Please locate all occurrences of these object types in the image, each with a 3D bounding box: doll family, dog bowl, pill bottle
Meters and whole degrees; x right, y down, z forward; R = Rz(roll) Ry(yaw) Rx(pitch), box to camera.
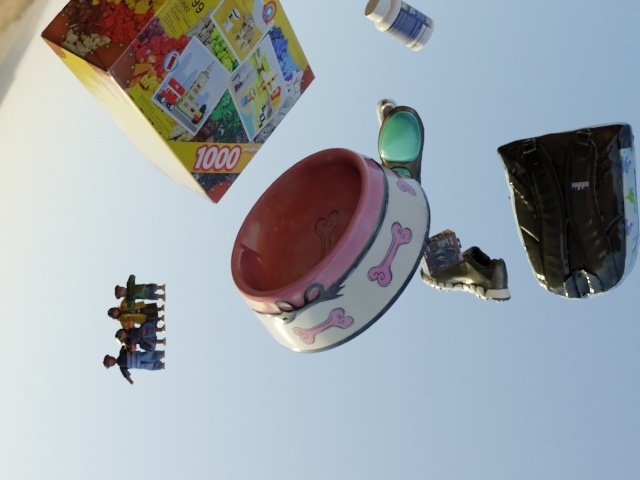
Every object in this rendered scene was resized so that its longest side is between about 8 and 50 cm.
[{"bbox_3d":[-0.339,0.161,1.679,0.076,0.111,0.193,120,-32,-64],"label":"doll family"},{"bbox_3d":[0.000,0.000,1.739,0.408,0.150,0.408,-31,-143,28],"label":"dog bowl"},{"bbox_3d":[0.142,-0.401,1.683,0.067,0.120,0.067,-45,-148,38],"label":"pill bottle"}]

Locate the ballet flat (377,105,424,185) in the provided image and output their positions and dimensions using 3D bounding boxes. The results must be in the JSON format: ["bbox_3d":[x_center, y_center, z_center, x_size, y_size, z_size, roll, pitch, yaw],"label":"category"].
[{"bbox_3d":[0.167,-0.176,1.911,0.096,0.095,0.280,-74,167,-48],"label":"ballet flat"}]

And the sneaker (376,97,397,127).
[{"bbox_3d":[0.223,-0.316,2.810,0.090,0.235,0.095,-20,-168,1],"label":"sneaker"}]

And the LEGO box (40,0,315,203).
[{"bbox_3d":[-0.250,-0.360,1.818,0.193,0.500,0.372,31,-102,27],"label":"LEGO box"}]

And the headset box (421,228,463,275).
[{"bbox_3d":[0.229,0.021,1.755,0.083,0.062,0.032,-24,-159,-12],"label":"headset box"}]

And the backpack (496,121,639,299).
[{"bbox_3d":[0.559,-0.052,1.989,0.290,0.273,0.355,-11,-95,27],"label":"backpack"}]

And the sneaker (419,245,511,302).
[{"bbox_3d":[0.311,0.060,1.979,0.234,0.078,0.106,12,-76,48],"label":"sneaker"}]
